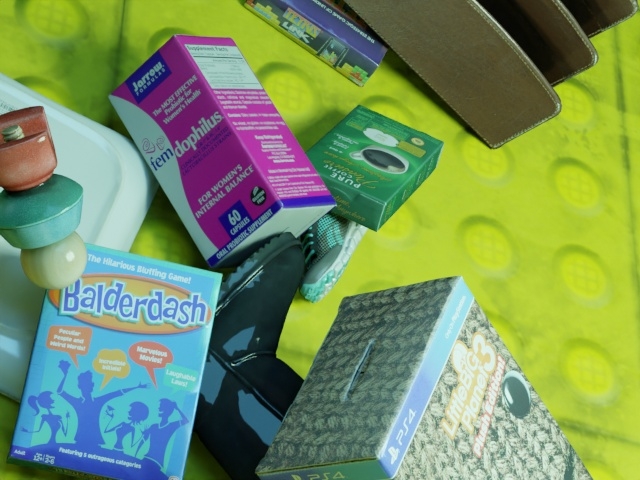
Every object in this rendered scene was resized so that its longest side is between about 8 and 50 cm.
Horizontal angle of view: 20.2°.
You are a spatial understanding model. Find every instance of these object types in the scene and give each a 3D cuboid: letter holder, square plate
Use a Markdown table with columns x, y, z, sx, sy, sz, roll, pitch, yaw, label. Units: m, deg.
| x | y | z | sx | sy | sz | roll | pitch | yaw | label |
| --- | --- | --- | --- | --- | --- | --- | --- | --- | --- |
| 0.192 | -0.287 | 2.060 | 0.302 | 0.214 | 0.152 | 43 | 46 | -20 | letter holder |
| -0.344 | -0.045 | 1.743 | 0.347 | 0.049 | 0.344 | 29 | 50 | -12 | square plate |

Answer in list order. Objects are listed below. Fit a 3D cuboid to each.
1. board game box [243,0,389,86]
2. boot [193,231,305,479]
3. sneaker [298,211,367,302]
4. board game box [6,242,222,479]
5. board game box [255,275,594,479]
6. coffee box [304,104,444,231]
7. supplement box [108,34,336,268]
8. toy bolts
| x | y | z | sx | sy | sz | roll | pitch | yaw | label |
| --- | --- | --- | --- | --- | --- | --- | --- | --- | --- |
| 0.013 | -0.281 | 2.109 | 0.170 | 0.048 | 0.141 | 33 | 48 | -7 | board game box |
| -0.041 | 0.133 | 1.770 | 0.207 | 0.094 | 0.246 | 43 | 55 | 6 | boot |
| 0.000 | 0.000 | 1.914 | 0.076 | 0.065 | 0.166 | 30 | 41 | 0 | sneaker |
| -0.188 | 0.116 | 1.659 | 0.160 | 0.047 | 0.210 | 12 | 73 | -10 | board game box |
| 0.108 | 0.222 | 1.692 | 0.291 | 0.141 | 0.232 | 54 | 43 | -28 | board game box |
| 0.051 | -0.081 | 1.956 | 0.113 | 0.040 | 0.184 | 24 | 32 | 12 | coffee box |
| -0.102 | -0.093 | 1.855 | 0.114 | 0.111 | 0.220 | -5 | 59 | -58 | supplement box |
| -0.320 | -0.018 | 1.618 | 0.228 | 0.158 | 0.218 | -15 | 23 | 1 | toy bolts |
